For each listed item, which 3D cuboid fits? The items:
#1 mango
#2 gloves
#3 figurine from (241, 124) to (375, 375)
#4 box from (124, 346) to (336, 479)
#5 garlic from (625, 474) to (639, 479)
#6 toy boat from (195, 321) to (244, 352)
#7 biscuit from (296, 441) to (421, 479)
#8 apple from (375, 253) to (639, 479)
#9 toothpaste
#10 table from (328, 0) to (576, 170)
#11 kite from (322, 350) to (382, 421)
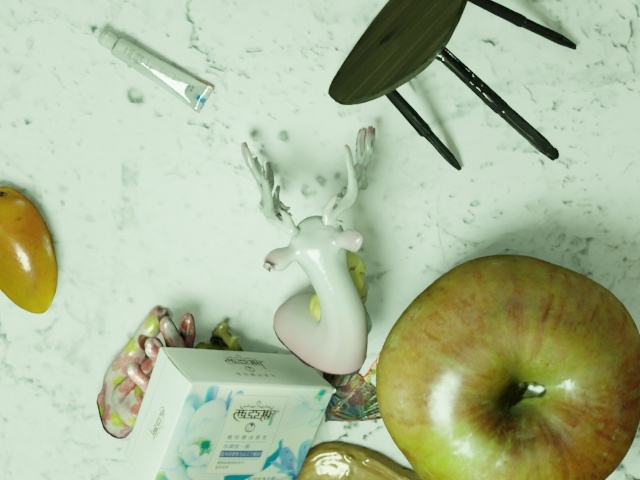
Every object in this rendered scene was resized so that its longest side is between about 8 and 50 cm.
[{"bbox_3d":[-0.496,0.022,1.902,0.141,0.102,0.217,-18,102,18],"label":"mango"},{"bbox_3d":[-0.271,0.212,1.924,0.241,0.145,0.126,-41,108,20],"label":"gloves"},{"bbox_3d":[-0.013,0.003,1.793,0.206,0.284,0.316,-2,132,-3],"label":"figurine"},{"bbox_3d":[-0.144,0.287,1.869,0.274,0.116,0.203,8,111,-36],"label":"box"},{"bbox_3d":[0.648,0.393,1.905,0.266,0.128,0.148,29,96,8],"label":"garlic"},{"bbox_3d":[-0.183,0.243,1.942,0.088,0.068,0.226,3,116,-35],"label":"toy boat"},{"bbox_3d":[0.052,0.539,2.022,0.365,0.062,0.385,16,108,1],"label":"biscuit"},{"bbox_3d":[0.281,0.216,1.772,0.400,0.333,0.400,0,89,-1],"label":"apple"},{"bbox_3d":[-0.258,-0.267,1.826,0.190,0.031,0.048,31,105,-7],"label":"toothpaste"},{"bbox_3d":[0.213,-0.228,1.672,0.249,0.317,0.317,36,108,-21],"label":"table"},{"bbox_3d":[0.060,0.246,1.958,0.190,0.010,0.159,42,105,-9],"label":"kite"}]
